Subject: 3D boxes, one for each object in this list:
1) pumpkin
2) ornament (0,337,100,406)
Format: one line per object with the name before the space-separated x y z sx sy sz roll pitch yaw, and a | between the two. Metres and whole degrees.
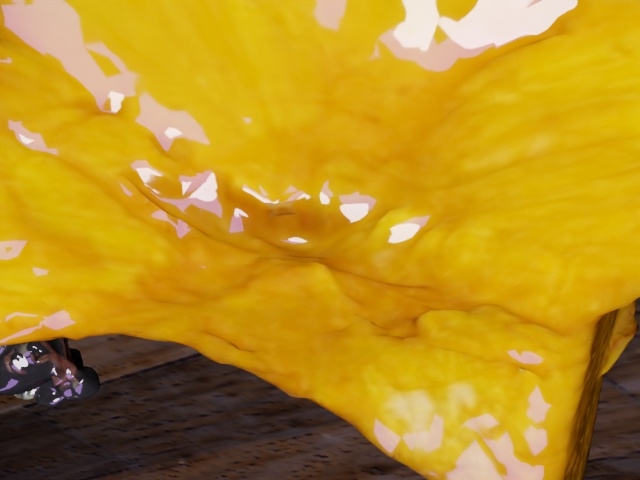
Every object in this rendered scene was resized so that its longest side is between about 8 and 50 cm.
pumpkin | -0.009 -0.016 0.445 0.290 0.095 0.258 14 142 -16
ornament | -0.157 0.007 0.576 0.081 0.088 0.203 -7 146 35
